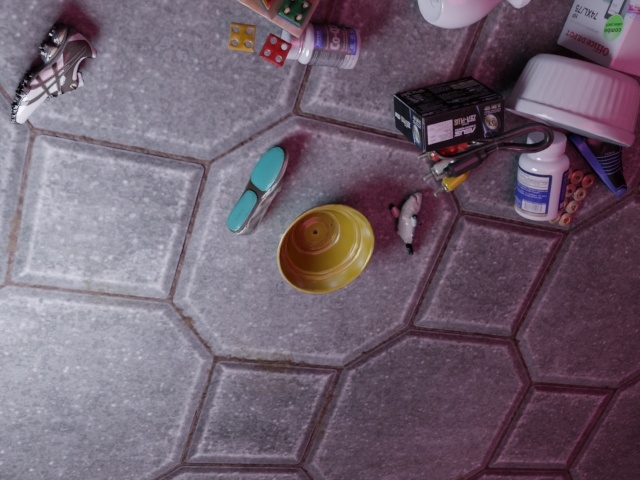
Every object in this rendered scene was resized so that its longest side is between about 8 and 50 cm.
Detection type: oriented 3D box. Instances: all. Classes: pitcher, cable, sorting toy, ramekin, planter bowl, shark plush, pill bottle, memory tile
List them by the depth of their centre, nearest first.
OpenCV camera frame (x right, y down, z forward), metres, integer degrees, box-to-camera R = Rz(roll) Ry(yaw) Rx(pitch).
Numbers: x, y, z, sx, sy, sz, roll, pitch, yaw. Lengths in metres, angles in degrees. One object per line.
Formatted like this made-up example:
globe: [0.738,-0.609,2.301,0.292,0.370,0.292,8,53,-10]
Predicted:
sorting toy: [-0.064,-0.440,1.286,0.132,0.046,0.274,29,90,-14]
pill bottle: [-0.001,-0.366,1.377,0.137,0.078,0.078,1,119,-21]
pitcher: [0.284,-0.503,1.390,0.207,0.125,0.178,-22,104,-19]
ramekin: [0.525,-0.292,1.513,0.273,0.273,0.127,12,102,-26]
planter bowl: [0.000,0.000,1.584,0.217,0.090,0.217,-10,122,-16]
cable: [0.349,-0.207,1.588,0.287,0.072,0.139,-25,112,7]
pill bottle: [0.504,-0.150,1.670,0.112,0.112,0.187,-11,122,-14]
shark plush: [0.214,-0.030,1.671,0.067,0.073,0.161,-37,126,-34]
memory tile: [0.595,-0.106,1.790,0.113,0.012,0.148,13,114,-26]

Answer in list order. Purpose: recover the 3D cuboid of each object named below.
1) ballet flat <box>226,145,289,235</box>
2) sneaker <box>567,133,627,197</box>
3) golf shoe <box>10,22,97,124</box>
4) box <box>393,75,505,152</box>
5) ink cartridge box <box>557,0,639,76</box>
ballet flat: [-0.118,-0.101,1.507,0.068,0.072,0.213,9,119,-55]
sneaker: [0.675,-0.195,1.726,0.090,0.081,0.232,-41,123,15]
golf shoe: [-0.460,-0.270,1.265,0.094,0.077,0.198,29,107,-32]
box: [0.259,-0.258,1.494,0.180,0.147,0.078,-16,123,-12]
ink cartridge box: [0.655,-0.479,1.478,0.197,0.198,0.270,7,116,-22]
